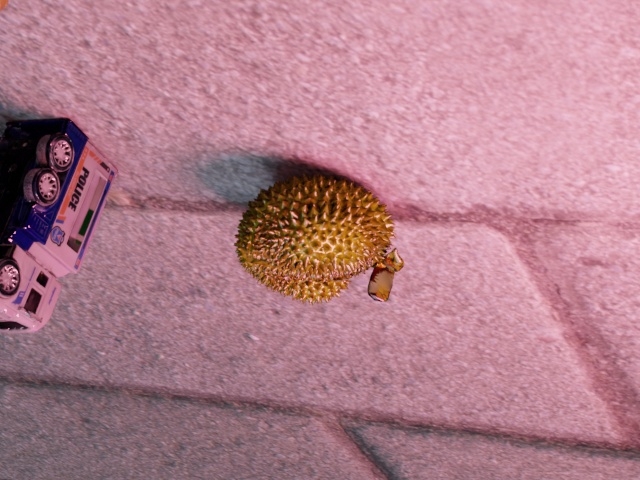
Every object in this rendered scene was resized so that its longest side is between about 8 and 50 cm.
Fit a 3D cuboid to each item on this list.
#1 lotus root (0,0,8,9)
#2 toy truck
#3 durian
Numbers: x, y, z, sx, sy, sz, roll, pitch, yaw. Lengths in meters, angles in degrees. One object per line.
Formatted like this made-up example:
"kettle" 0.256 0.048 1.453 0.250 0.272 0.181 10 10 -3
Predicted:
"lotus root" -0.474 -0.303 1.536 0.343 0.151 0.169 32 -169 -23
"toy truck" -0.365 -0.009 1.913 0.124 0.268 0.155 1 151 33
"durian" -0.006 -0.011 1.827 0.198 0.146 0.159 -8 147 16
